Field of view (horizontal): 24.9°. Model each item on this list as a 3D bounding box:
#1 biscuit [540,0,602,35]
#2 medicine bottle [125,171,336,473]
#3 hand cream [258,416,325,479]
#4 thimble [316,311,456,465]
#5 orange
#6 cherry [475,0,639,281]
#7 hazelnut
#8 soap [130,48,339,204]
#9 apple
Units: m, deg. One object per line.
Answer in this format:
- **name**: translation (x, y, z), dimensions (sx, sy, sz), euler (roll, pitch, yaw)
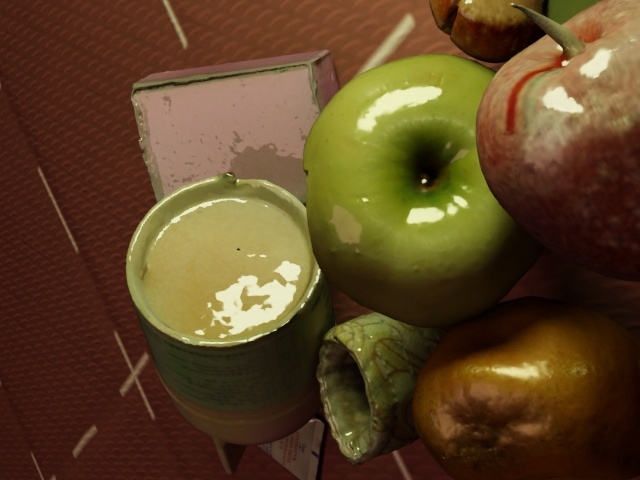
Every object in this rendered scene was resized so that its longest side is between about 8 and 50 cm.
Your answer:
- **biscuit**: translation (0.242, -0.267, 1.302), dimensions (0.038, 0.099, 0.322), euler (-75, -22, -71)
- **medicine bottle**: translation (-0.096, 0.123, 1.827), dimensions (0.236, 0.235, 0.406), euler (52, 165, 29)
- **hand cream**: translation (-0.087, 0.249, 2.126), dimensions (0.248, 0.083, 0.133), euler (35, 136, 29)
- **thimble**: translation (0.086, 0.170, 1.725), dimensions (0.137, 0.143, 0.190), euler (27, 128, 49)
- **orange**: translation (0.214, 0.149, 1.439), dimensions (0.249, 0.249, 0.183), euler (-27, 60, 59)
- **cherry**: translation (0.253, -0.099, 1.231), dimensions (0.236, 0.213, 0.285), euler (-36, 105, 27)
- **hazelnut**: translation (0.169, -0.249, 1.390), dimensions (0.143, 0.143, 0.154), euler (-13, 87, 59)
- **soap**: translation (-0.093, -0.130, 1.795), dimensions (0.259, 0.081, 0.181), euler (-6, 108, 25)
- **apple**: translation (0.108, -0.051, 1.428), dimensions (0.279, 0.279, 0.279), euler (34, 133, 46)
